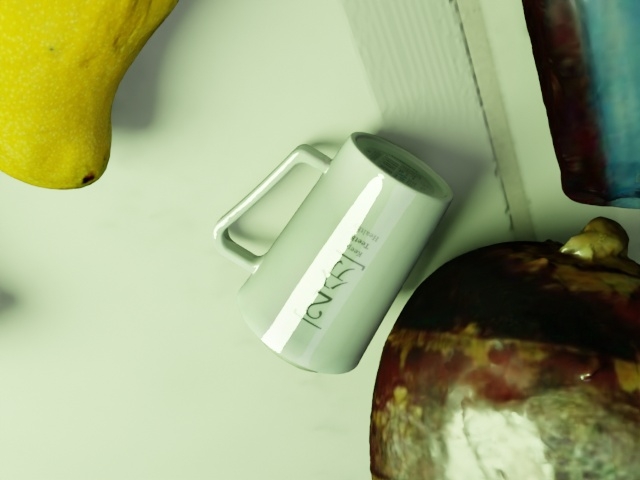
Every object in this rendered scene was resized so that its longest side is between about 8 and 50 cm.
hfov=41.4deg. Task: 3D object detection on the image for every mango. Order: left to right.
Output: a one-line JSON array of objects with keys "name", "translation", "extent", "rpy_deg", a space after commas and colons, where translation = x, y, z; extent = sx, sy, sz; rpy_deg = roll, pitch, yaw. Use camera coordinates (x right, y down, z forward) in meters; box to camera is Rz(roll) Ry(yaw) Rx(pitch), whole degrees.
[{"name": "mango", "translation": [-0.104, -0.103, 0.330], "extent": [0.098, 0.075, 0.190], "rpy_deg": [15, 127, -18]}]

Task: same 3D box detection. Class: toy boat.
[{"name": "toy boat", "translation": [0.152, -0.118, 0.346], "extent": [0.142, 0.129, 0.309], "rpy_deg": [-15, 131, 15]}]

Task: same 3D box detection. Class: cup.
[{"name": "cup", "translation": [0.000, 0.000, 0.443], "extent": [0.104, 0.074, 0.116], "rpy_deg": [31, 113, 0]}]

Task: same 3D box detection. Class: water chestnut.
[{"name": "water chestnut", "translation": [0.138, 0.115, 0.463], "extent": [0.223, 0.238, 0.223], "rpy_deg": [1, 168, 0]}]
